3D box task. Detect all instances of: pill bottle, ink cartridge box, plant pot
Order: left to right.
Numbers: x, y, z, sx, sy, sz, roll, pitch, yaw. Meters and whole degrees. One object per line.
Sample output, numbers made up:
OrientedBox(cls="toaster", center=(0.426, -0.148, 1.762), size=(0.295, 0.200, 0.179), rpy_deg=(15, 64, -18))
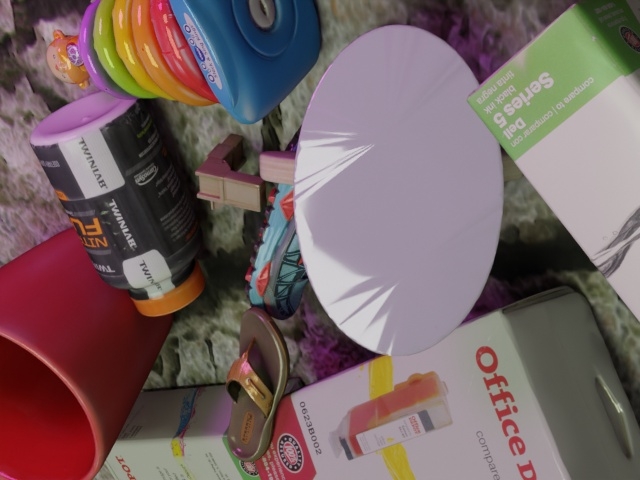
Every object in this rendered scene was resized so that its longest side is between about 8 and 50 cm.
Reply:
OrientedBox(cls="plant pot", center=(-0.318, 0.128, 1.246), size=(0.274, 0.243, 0.275), rpy_deg=(14, 128, 18))
OrientedBox(cls="pill bottle", center=(-0.213, -0.036, 1.147), size=(0.130, 0.130, 0.246), rpy_deg=(-5, 121, 30))
OrientedBox(cls="ink cartridge box", center=(-0.124, 0.301, 1.358), size=(0.278, 0.117, 0.201), rpy_deg=(-9, 119, 32))
OrientedBox(cls="ink cartridge box", center=(0.130, 0.243, 1.090), size=(0.384, 0.160, 0.279), rpy_deg=(-28, 79, 38))
OrientedBox(cls="ink cartridge box", center=(0.269, -0.054, 0.791), size=(0.115, 0.198, 0.273), rpy_deg=(-40, 83, 36))

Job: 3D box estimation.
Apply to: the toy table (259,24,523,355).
OrientedBox(cls="toy table", center=(0.064, -0.054, 0.920), size=(0.252, 0.161, 0.274), rpy_deg=(10, 103, 0))

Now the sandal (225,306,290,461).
OrientedBox(cls="sandal", center=(-0.078, 0.162, 1.115), size=(0.072, 0.049, 0.180), rpy_deg=(23, 110, 37))

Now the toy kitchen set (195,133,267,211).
OrientedBox(cls="toy kitchen set", center=(-0.082, -0.059, 1.092), size=(0.075, 0.083, 0.068), rpy_deg=(13, 129, 17))

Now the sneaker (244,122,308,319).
OrientedBox(cls="sneaker", center=(0.000, 0.000, 1.082), size=(0.125, 0.104, 0.262), rpy_deg=(23, 131, 7))

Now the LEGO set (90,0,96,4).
OrientedBox(cls="LEGO set", center=(-0.211, -0.250, 1.057), size=(0.054, 0.023, 0.083), rpy_deg=(44, 132, -8))

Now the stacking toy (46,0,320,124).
OrientedBox(cls="stacking toy", center=(-0.169, -0.198, 0.997), size=(0.301, 0.166, 0.175), rpy_deg=(-4, 122, 37))
